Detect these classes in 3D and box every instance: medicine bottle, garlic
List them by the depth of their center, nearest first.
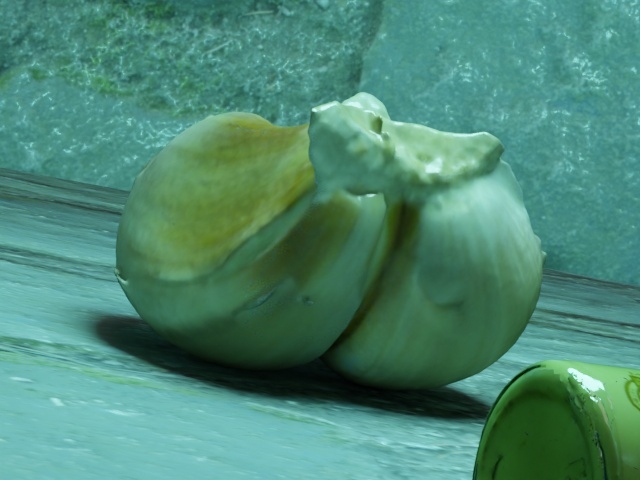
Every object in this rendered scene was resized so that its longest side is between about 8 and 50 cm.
[{"bbox_3d":[0.194,0.124,0.875,0.239,0.124,0.124,10,5,-25],"label":"medicine bottle"},{"bbox_3d":[0.000,0.000,1.401,0.286,0.249,0.313,-11,-4,-33],"label":"garlic"}]
